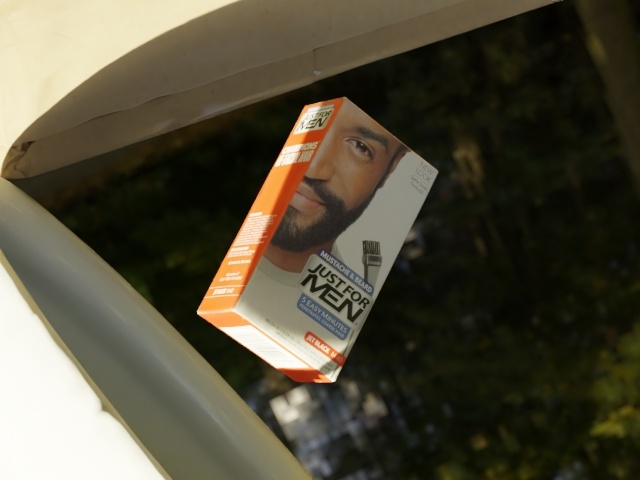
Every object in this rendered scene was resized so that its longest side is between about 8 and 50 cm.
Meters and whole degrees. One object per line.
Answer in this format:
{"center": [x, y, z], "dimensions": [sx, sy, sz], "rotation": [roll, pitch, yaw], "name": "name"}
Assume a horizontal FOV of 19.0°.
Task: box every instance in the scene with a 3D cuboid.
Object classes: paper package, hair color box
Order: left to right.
{"center": [-0.064, -0.214, 0.833], "dimensions": [0.309, 0.325, 0.168], "rotation": [-20, 135, -11], "name": "paper package"}
{"center": [0.000, 0.000, 1.272], "dimensions": [0.053, 0.093, 0.167], "rotation": [-7, -128, 57], "name": "hair color box"}

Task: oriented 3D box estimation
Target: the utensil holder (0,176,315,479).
{"center": [-0.159, 0.220, 0.701], "dimensions": [0.385, 0.327, 0.327], "rotation": [-43, 180, 0], "name": "utensil holder"}
